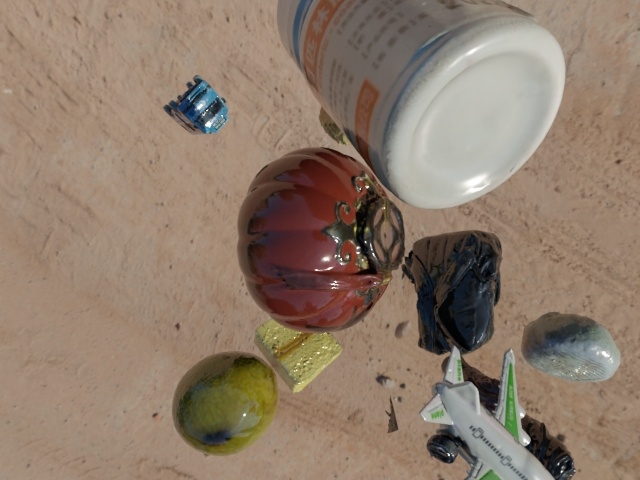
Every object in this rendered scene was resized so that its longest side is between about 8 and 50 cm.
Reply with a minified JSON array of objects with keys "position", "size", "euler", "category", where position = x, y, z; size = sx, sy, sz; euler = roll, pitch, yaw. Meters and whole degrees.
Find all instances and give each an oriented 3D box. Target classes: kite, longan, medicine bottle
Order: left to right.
[{"position":[-0.140,0.236,0.673],"size":[0.155,0.176,0.145],"euler":[5,99,-3],"category":"longan"},{"position":[0.192,0.478,1.201],"size":[0.004,0.090,0.122],"euler":[-3,100,-15],"category":"kite"},{"position":[0.089,-0.226,0.555],"size":[0.211,0.371,0.211],"euler":[-16,137,-15],"category":"medicine bottle"}]

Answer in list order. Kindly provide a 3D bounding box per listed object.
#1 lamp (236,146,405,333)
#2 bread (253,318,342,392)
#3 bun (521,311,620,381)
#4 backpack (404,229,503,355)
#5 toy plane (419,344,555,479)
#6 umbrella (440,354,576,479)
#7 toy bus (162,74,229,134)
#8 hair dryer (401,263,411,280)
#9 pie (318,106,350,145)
[{"position":[0.000,0.000,0.732],"size":[0.257,0.303,0.303],"euler":[-3,104,35],"category":"lamp"},{"position":[-0.085,0.391,1.665],"size":[0.236,0.198,0.263],"euler":[-36,77,-26],"category":"bread"},{"position":[0.992,0.420,1.790],"size":[0.362,0.211,0.362],"euler":[17,147,11],"category":"bun"},{"position":[0.467,0.185,1.577],"size":[0.255,0.363,0.445],"euler":[10,74,-34],"category":"backpack"},{"position":[0.224,0.272,0.588],"size":[0.255,0.251,0.101],"euler":[51,142,-7],"category":"toy plane"},{"position":[0.344,0.324,0.863],"size":[0.090,0.326,0.094],"euler":[0,112,-22],"category":"umbrella"},{"position":[-0.349,-0.370,1.261],"size":[0.113,0.246,0.134],"euler":[-49,117,-8],"category":"toy bus"},{"position":[0.359,0.149,1.879],"size":[0.031,0.079,0.083],"euler":[-12,143,-12],"category":"hair dryer"},{"position":[0.107,-0.399,1.088],"size":[0.083,0.339,0.339],"euler":[22,104,-24],"category":"pie"}]
